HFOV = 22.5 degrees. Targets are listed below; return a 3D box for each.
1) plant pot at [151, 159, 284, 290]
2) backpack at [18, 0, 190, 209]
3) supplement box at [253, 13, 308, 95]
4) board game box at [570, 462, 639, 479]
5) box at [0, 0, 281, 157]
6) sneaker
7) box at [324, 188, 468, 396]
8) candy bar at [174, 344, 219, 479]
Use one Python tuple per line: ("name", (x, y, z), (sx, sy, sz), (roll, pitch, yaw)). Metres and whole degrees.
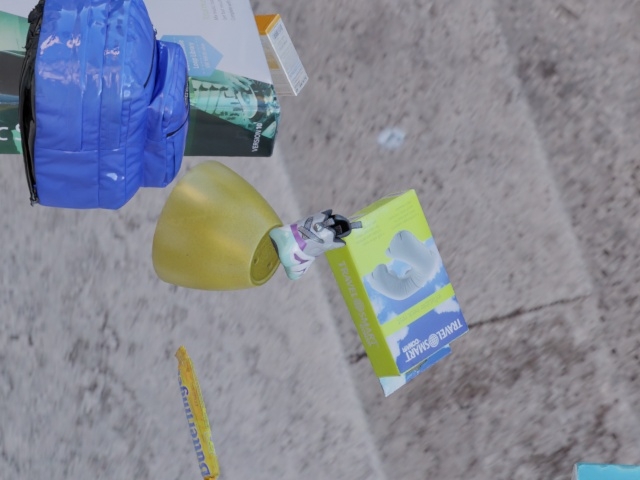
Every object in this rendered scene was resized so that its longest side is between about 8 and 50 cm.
("plant pot", (-0.091, -0.002, 1.614), (0.095, 0.134, 0.134), (24, 66, 25))
("backpack", (-0.129, -0.092, 0.959), (0.101, 0.120, 0.098), (-2, 48, -4))
("supplement box", (-0.063, -0.218, 1.902), (0.062, 0.098, 0.036), (4, 45, 33))
("board game box", (0.222, 0.378, 1.212), (0.079, 0.253, 0.336), (3, 42, 2))
("box", (-0.209, -0.157, 1.272), (0.322, 0.058, 0.232), (-1, 42, -14))
("sneaker", (0.000, 0.000, 1.235), (0.069, 0.098, 0.038), (-23, 84, 0))
("box", (0.077, 0.052, 1.590), (0.109, 0.042, 0.178), (-30, 102, -37))
("candy bar", (-0.136, 0.194, 1.765), (0.018, 0.040, 0.161), (-7, 69, -22))
